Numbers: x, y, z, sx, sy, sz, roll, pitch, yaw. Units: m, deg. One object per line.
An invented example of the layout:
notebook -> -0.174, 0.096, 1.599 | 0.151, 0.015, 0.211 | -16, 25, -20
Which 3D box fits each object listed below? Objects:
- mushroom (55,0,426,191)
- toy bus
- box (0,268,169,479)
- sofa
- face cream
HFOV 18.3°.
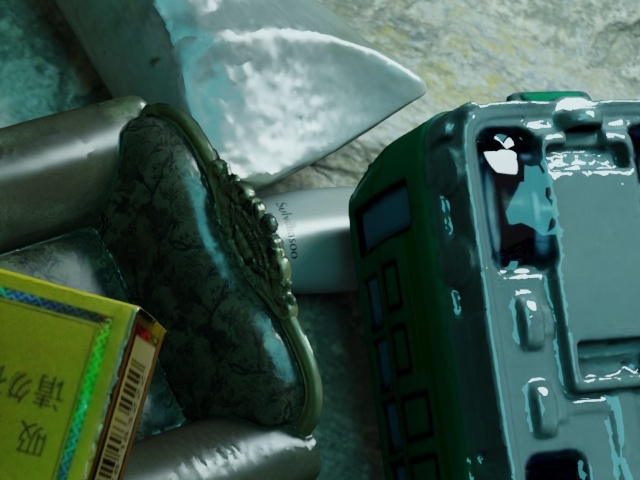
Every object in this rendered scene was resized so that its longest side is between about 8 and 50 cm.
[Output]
mushroom -> -0.111, -0.214, 1.293 | 0.177, 0.126, 0.397 | -31, 87, -22
toy bus -> 0.130, 0.093, 1.199 | 0.183, 0.199, 0.344 | -2, 78, -28
box -> -0.213, 0.158, 0.997 | 0.192, 0.084, 0.302 | 14, 81, 11
sofa -> -0.138, 0.055, 1.127 | 0.200, 0.182, 0.258 | -18, 73, -30
face cream -> 0.000, 0.000, 1.300 | 0.182, 0.051, 0.072 | -4, 66, -28
